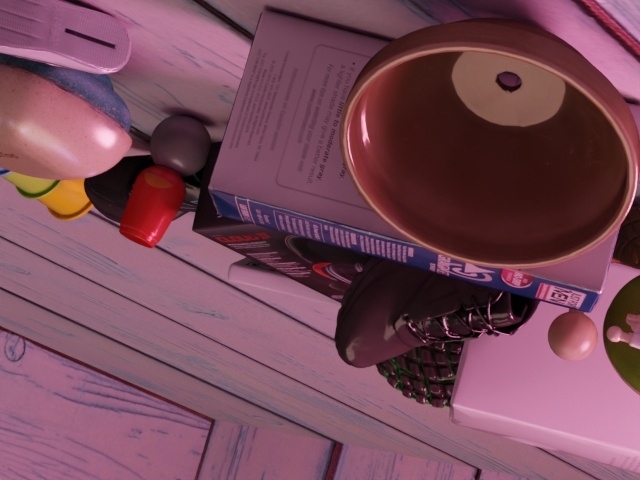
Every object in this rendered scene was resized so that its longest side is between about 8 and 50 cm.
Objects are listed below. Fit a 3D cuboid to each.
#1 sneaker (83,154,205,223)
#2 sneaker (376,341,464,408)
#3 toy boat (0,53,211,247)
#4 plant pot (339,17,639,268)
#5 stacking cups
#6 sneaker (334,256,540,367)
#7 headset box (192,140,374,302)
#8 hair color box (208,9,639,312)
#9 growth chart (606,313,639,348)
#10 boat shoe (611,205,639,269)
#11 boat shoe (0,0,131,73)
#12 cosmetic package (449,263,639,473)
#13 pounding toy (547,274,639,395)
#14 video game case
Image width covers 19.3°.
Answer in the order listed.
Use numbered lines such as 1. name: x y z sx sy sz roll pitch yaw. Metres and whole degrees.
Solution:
1. sneaker: -0.160 -0.075 2.168 0.267 0.101 0.106 3 149 24
2. sneaker: 0.231 0.153 2.466 0.344 0.134 0.146 9 -172 11
3. toy boat: -0.253 -0.122 1.963 0.318 0.148 0.267 34 165 -38
4. plant pot: 0.142 -0.096 1.508 0.237 0.109 0.237 11 136 11
5. stacking cups: -0.381 -0.132 2.203 0.096 0.096 0.316 6 159 37
6. sneaker: 0.140 0.051 1.889 0.286 0.130 0.109 -35 137 14
7. headset box: 0.024 -0.027 2.014 0.218 0.110 0.293 -6 155 44
8. hair color box: 0.094 -0.067 1.646 0.347 0.174 0.105 15 168 6
9. growth chart: 0.401 0.071 1.868 0.172 0.237 0.021 25 125 17
10. boat shoe: 0.321 -0.006 1.908 0.060 0.064 0.178 -12 -175 -31
11. boat shoe: -0.285 -0.202 1.747 0.226 0.083 0.076 25 164 -38
12. cosmetic package: 0.354 0.149 2.168 0.385 0.217 0.156 16 167 9
13. pounding toy: 0.373 0.071 1.988 0.237 0.183 0.110 18 142 6
14. video game case: 0.019 0.051 2.408 0.227 0.026 0.206 13 -169 14
